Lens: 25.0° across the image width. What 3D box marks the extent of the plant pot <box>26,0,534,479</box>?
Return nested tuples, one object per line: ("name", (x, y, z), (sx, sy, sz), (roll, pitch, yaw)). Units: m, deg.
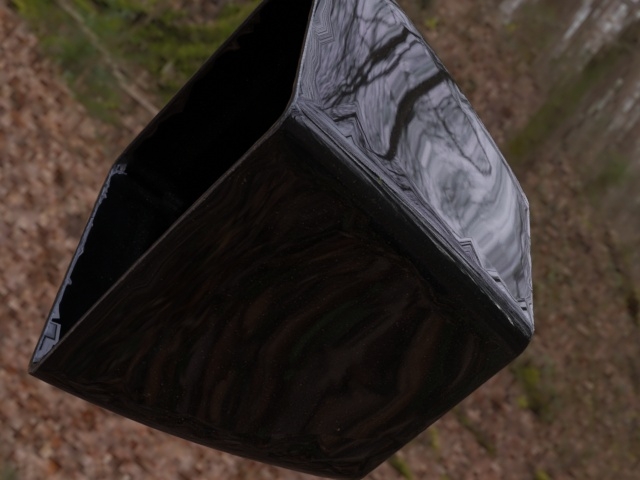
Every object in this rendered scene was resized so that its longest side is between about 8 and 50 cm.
("plant pot", (0.000, 0.000, 0.691), (0.167, 0.188, 0.187), (36, 30, -18))
